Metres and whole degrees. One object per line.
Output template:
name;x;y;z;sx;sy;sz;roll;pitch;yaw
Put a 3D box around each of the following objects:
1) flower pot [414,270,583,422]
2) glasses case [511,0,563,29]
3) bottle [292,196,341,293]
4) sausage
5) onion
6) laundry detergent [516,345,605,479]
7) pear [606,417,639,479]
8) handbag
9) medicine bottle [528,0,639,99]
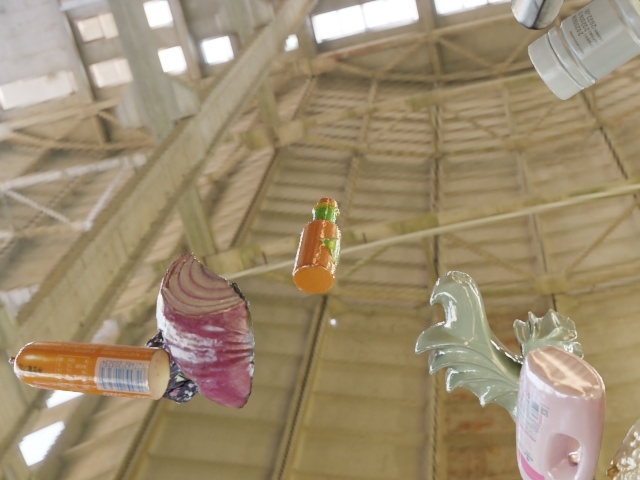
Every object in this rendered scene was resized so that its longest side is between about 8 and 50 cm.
flower pot;0.396;0.246;2.206;0.367;0.254;0.164;23;-162;0
glasses case;0.278;-0.372;1.045;0.060;0.299;0.114;19;-125;4
bottle;0.000;0.000;1.546;0.069;0.069;0.187;-8;-139;15
sausage;-0.425;0.228;1.733;0.312;0.093;0.093;1;-154;19
onion;-0.214;0.171;1.639;0.111;0.247;0.250;-12;-154;-34
laundry detergent;0.372;0.330;1.528;0.088;0.335;0.159;-21;-144;-25
pear;0.563;0.354;1.356;0.340;0.191;0.386;-61;-178;-18
handbag;-0.277;0.236;2.002;0.260;0.162;0.113;-40;-141;20
medicine bottle;0.225;-0.164;0.801;0.091;0.058;0.058;-33;-167;27
